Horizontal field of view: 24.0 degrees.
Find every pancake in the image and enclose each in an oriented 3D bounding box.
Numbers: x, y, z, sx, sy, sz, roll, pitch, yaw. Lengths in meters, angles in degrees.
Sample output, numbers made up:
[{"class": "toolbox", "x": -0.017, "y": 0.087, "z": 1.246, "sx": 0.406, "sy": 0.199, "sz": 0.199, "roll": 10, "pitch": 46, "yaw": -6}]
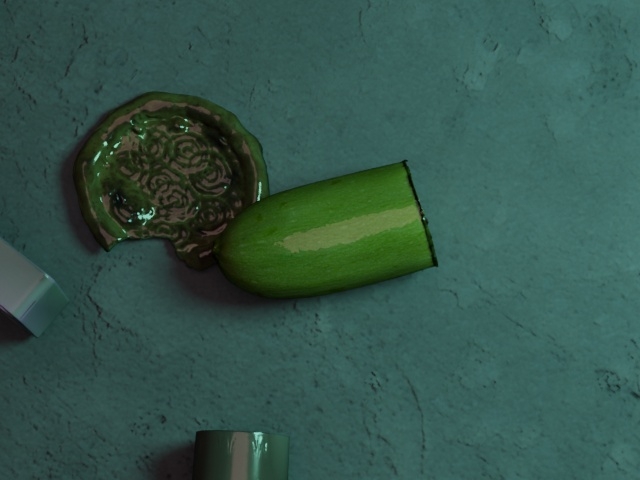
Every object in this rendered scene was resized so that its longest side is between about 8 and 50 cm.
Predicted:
[{"class": "pancake", "x": -0.174, "y": -0.071, "z": 1.772, "sx": 0.235, "sy": 0.029, "sz": 0.212, "roll": 6, "pitch": 79, "yaw": -1}]

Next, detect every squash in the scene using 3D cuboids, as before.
[{"class": "squash", "x": 0.000, "y": 0.000, "z": 1.710, "sx": 0.247, "sy": 0.132, "sz": 0.132, "roll": -15, "pitch": 80, "yaw": 1}]

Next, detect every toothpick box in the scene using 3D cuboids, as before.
[{"class": "toothpick box", "x": -0.091, "y": 0.304, "z": 1.663, "sx": 0.111, "sy": 0.111, "sz": 0.180, "roll": 3, "pitch": 79, "yaw": 1}]

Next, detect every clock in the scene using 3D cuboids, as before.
[{"class": "clock", "x": -0.384, "y": 0.021, "z": 1.695, "sx": 0.197, "sy": 0.150, "sz": 0.063, "roll": 37, "pitch": 79, "yaw": 6}]
